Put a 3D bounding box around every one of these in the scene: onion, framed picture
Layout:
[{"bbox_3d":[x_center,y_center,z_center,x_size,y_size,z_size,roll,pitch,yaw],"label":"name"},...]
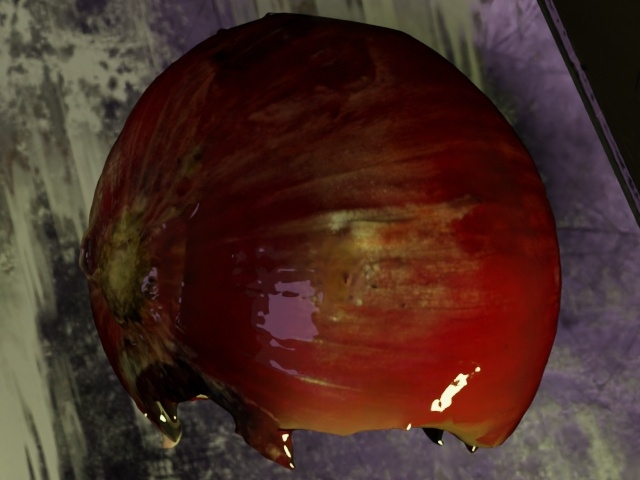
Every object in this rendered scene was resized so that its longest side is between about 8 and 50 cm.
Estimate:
[{"bbox_3d":[-0.008,0.000,1.229,0.341,0.341,0.341,5,106,17],"label":"onion"},{"bbox_3d":[0.232,-0.078,1.202,0.016,0.213,0.289,-27,95,-14],"label":"framed picture"}]
